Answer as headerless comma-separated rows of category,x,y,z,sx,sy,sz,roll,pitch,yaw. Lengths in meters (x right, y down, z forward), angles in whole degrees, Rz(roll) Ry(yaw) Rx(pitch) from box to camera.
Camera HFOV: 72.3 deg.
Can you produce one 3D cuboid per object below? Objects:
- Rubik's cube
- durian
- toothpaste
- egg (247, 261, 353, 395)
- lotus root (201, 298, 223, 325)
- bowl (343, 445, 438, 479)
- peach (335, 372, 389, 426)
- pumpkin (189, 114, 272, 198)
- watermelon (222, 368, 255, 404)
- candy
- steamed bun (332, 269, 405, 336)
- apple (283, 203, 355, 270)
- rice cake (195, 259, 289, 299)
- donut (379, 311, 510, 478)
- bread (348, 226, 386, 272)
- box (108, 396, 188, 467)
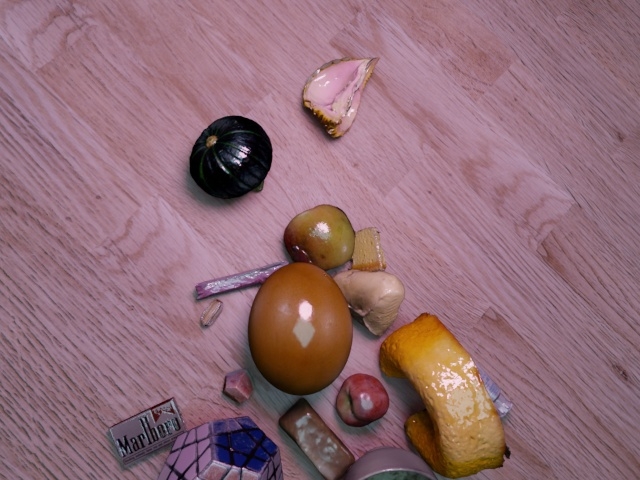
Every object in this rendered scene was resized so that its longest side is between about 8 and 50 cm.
Rubik's cube,-0.246,0.607,1.105,0.318,0.319,0.264,24,105,-6
durian,0.042,-0.470,1.374,0.195,0.185,0.305,20,74,12
toothpaste,0.465,0.419,1.369,0.114,0.073,0.299,-43,83,-12
egg,-0.053,0.235,1.184,0.282,0.282,0.352,3,79,-10
lotus root,-0.313,0.210,1.268,0.037,0.030,0.083,26,73,26
bowl,0.183,0.668,1.201,0.289,0.146,0.290,-2,114,-4
peach,0.130,0.467,1.263,0.152,0.152,0.152,1,82,-10
pumpkin,-0.237,-0.224,1.265,0.247,0.248,0.248,1,82,-10
watermelon,-0.227,0.410,1.237,0.084,0.072,0.092,35,72,-22
candy,-0.011,0.567,1.238,0.104,0.102,0.234,-41,93,-13
steamed bun,0.138,0.171,1.261,0.231,0.212,0.110,42,48,0
apple,0.000,0.000,1.292,0.207,0.174,0.188,-29,85,3
rice cake,-0.224,0.113,1.274,0.290,0.081,0.051,-15,72,-12
donut,0.310,0.425,1.186,0.163,0.377,0.435,-17,80,-12
bread,0.160,0.037,1.324,0.127,0.152,0.147,-4,83,-21
box,-0.466,0.520,1.193,0.177,0.036,0.115,-22,87,-12
